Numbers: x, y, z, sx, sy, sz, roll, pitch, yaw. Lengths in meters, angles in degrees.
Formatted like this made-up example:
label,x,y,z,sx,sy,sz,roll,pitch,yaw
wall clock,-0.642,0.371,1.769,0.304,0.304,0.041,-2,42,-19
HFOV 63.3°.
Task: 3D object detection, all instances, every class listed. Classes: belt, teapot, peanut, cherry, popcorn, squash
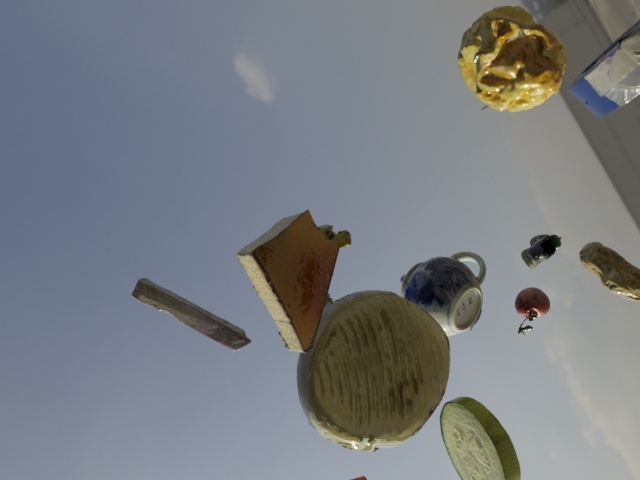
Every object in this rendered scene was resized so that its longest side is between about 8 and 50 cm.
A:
label,x,y,z,sx,sy,sz,roll,pitch,yaw
belt,0.697,-0.402,1.178,0.117,0.212,0.347,46,-179,4
teapot,0.362,0.166,1.654,0.424,0.280,0.252,-37,-55,-22
peanut,0.756,0.080,1.321,0.099,0.099,0.214,19,-150,-47
cherry,0.665,0.221,1.623,0.225,0.107,0.090,-59,-40,-57
popcorn,0.304,-0.287,0.823,0.170,0.180,0.180,-37,-83,-31
squash,0.374,0.501,1.242,0.048,0.252,0.252,-15,-106,-19

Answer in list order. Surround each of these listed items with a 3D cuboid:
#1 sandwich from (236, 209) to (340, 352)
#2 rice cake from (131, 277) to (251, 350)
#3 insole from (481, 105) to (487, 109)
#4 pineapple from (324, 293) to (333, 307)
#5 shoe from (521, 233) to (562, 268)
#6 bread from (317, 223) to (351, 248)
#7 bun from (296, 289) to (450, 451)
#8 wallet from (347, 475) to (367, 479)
label,x,y,z,sx,sy,sz,roll,pitch,yaw
sandwich,-0.028,0.059,0.844,0.162,0.058,0.193,-40,-65,-37
rice cake,-0.402,0.237,1.631,0.399,0.070,0.064,33,-174,-16
insole,0.519,-0.405,1.417,0.004,0.188,0.064,60,174,2
pineapple,-0.058,0.201,1.914,0.202,0.202,0.362,-11,-103,-57
shoe,0.667,0.017,1.532,0.169,0.099,0.071,-32,-97,-41
bread,0.000,0.000,1.638,0.226,0.049,0.088,-17,-78,-31
bun,0.103,0.273,1.140,0.362,0.234,0.326,-35,-84,-24
wallet,0.032,0.636,1.187,0.204,0.045,0.142,2,-108,-33
